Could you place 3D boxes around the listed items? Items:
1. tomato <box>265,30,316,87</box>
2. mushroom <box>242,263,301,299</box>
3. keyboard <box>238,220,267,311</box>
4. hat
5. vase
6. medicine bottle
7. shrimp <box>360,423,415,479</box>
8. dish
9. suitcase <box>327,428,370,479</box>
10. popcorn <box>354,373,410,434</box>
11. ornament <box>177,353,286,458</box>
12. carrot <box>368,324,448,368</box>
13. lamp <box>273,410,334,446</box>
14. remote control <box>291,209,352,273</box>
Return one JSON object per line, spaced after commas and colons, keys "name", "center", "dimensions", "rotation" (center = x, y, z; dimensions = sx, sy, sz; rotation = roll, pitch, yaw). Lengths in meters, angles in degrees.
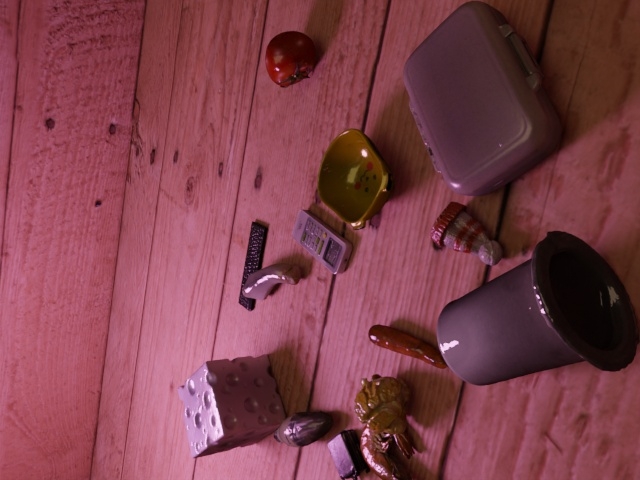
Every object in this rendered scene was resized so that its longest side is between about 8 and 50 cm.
{"name": "tomato", "center": [-0.093, -0.562, 1.611], "dimensions": [0.167, 0.167, 0.167], "rotation": [-4, 85, 50]}
{"name": "mushroom", "center": [-0.165, 0.130, 1.712], "dimensions": [0.278, 0.099, 0.096], "rotation": [-28, 73, 43]}
{"name": "keyboard", "center": [-0.241, 0.092, 1.863], "dimensions": [0.101, 0.018, 0.309], "rotation": [24, 107, 49]}
{"name": "hat", "center": [0.325, -0.003, 1.146], "dimensions": [0.162, 0.093, 0.112], "rotation": [35, 126, 26]}
{"name": "vase", "center": [0.376, 0.154, 0.969], "dimensions": [0.291, 0.245, 0.245], "rotation": [-44, 56, 50]}
{"name": "medicine bottle", "center": [0.327, -0.295, 1.110], "dimensions": [0.282, 0.123, 0.375], "rotation": [-39, 59, 44]}
{"name": "shrimp", "center": [0.181, 0.536, 1.296], "dimensions": [0.248, 0.068, 0.150], "rotation": [46, 117, 47]}
{"name": "dish", "center": [0.112, -0.157, 1.377], "dimensions": [0.262, 0.108, 0.221], "rotation": [55, 128, 39]}
{"name": "suitcase", "center": [0.074, 0.581, 1.421], "dimensions": [0.086, 0.059, 0.126], "rotation": [-50, 52, 34]}
{"name": "popcorn", "center": [0.147, 0.394, 1.285], "dimensions": [0.141, 0.136, 0.162], "rotation": [-59, 46, 38]}
{"name": "ornament", "center": [-0.294, 0.541, 1.731], "dimensions": [0.239, 0.240, 0.240], "rotation": [-45, 55, 38]}
{"name": "carrot", "center": [0.213, 0.257, 1.275], "dimensions": [0.248, 0.059, 0.059], "rotation": [15, 99, 46]}
{"name": "lamp", "center": [-0.051, 0.552, 1.544], "dimensions": [0.250, 0.101, 0.101], "rotation": [-33, 64, 42]}
{"name": "remote control", "center": [0.000, 0.000, 1.563], "dimensions": [0.250, 0.034, 0.103], "rotation": [40, 118, 43]}
